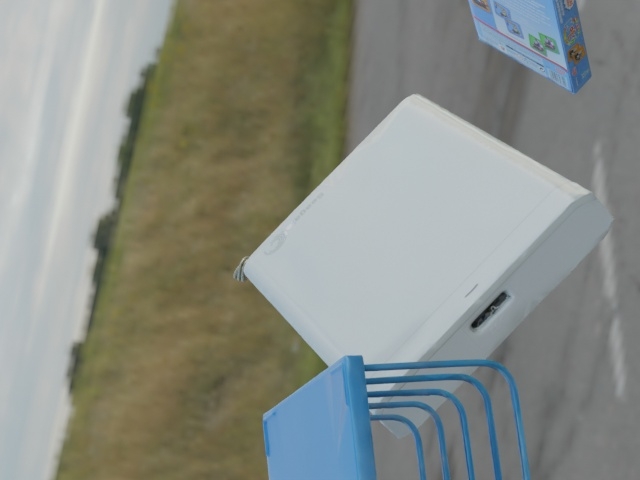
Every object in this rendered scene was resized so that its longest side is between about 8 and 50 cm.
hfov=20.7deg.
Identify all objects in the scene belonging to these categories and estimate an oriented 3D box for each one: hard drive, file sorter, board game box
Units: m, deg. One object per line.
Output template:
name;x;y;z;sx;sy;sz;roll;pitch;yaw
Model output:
hard drive;0.065;0.006;1.272;0.203;0.040;0.307;-46;25;-1
file sorter;0.042;0.140;1.021;0.170;0.104;0.118;135;130;-66
board game box;0.232;-0.281;2.039;0.039;0.160;0.211;-44;-36;-14

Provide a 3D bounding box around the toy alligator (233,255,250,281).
toy alligator;0.000;0.000;1.531;0.189;0.051;0.056;-38;-30;-45
